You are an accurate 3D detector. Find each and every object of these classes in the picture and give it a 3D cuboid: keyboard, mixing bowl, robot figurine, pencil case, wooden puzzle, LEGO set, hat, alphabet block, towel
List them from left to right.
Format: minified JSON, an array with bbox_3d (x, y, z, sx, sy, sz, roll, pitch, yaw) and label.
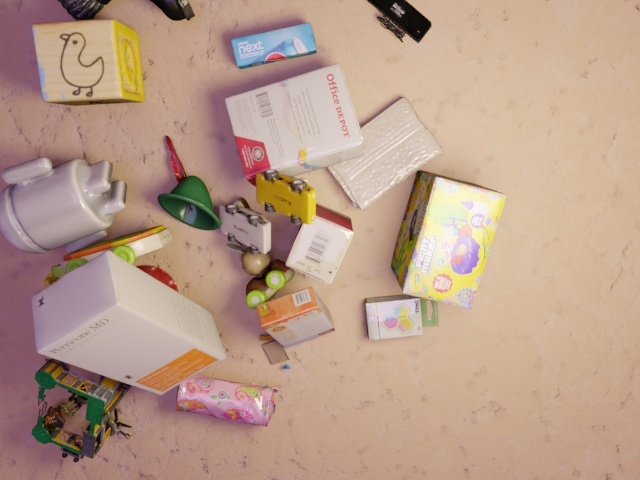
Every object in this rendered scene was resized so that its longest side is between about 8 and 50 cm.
[{"bbox_3d":[-0.692,-0.087,1.528,0.354,0.199,0.299,-20,129,4],"label":"robot figurine"},{"bbox_3d":[-0.664,0.442,1.652,0.255,0.192,0.331,13,117,7],"label":"LEGO set"},{"bbox_3d":[-0.576,-0.442,1.464,0.197,0.193,0.192,-4,102,1],"label":"alphabet block"},{"bbox_3d":[-0.497,0.166,1.625,0.182,0.098,0.181,0,100,0],"label":"mixing bowl"},{"bbox_3d":[-0.331,-0.155,1.574,0.173,0.208,0.183,2,61,35],"label":"hat"},{"bbox_3d":[-0.269,0.454,1.669,0.285,0.124,0.124,11,101,-2],"label":"pencil case"},{"bbox_3d":[-0.128,0.322,1.681,0.079,0.014,0.116,-13,104,28],"label":"wooden puzzle"},{"bbox_3d":[0.165,-0.226,1.551,0.282,0.049,0.187,-35,87,6],"label":"towel"},{"bbox_3d":[0.191,-0.587,1.514,0.192,0.038,0.100,38,76,-5],"label":"keyboard"}]

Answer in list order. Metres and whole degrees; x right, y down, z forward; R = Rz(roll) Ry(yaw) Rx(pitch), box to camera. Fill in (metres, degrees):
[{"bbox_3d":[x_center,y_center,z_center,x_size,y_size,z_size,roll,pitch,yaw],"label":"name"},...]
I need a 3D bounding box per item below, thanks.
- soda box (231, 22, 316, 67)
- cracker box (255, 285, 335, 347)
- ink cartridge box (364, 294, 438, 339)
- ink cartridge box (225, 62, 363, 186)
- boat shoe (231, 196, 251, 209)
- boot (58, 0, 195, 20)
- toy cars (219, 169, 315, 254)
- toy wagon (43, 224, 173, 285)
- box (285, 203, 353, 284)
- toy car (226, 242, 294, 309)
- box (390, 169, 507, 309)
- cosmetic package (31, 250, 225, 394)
[{"bbox_3d":[-0.119,-0.504,1.509,0.210,0.067,0.071,-11,100,3],"label":"soda box"},{"bbox_3d":[-0.061,0.211,1.566,0.156,0.232,0.067,-20,63,4],"label":"cracker box"},{"bbox_3d":[0.233,0.212,1.641,0.210,0.062,0.108,-6,100,1],"label":"ink cartridge box"},{"bbox_3d":[-0.063,-0.289,1.491,0.307,0.131,0.225,-15,81,3],"label":"ink cartridge box"},{"bbox_3d":[-0.203,-0.052,1.608,0.045,0.050,0.135,-23,98,18],"label":"boat shoe"},{"bbox_3d":[-0.507,-0.625,1.456,0.260,0.131,0.348,-41,87,1],"label":"boot"},{"bbox_3d":[-0.124,-0.074,1.460,0.394,0.087,0.176,-31,84,49],"label":"toy cars"},{"bbox_3d":[-0.565,0.040,1.515,0.345,0.267,0.068,-15,98,4],"label":"toy wagon"},{"bbox_3d":[0.000,0.000,1.518,0.127,0.232,0.148,23,100,-3],"label":"box"},{"bbox_3d":[-0.182,0.075,1.583,0.188,0.155,0.149,45,98,3],"label":"toy car"},{"bbox_3d":[0.312,-0.015,1.488,0.177,0.279,0.289,14,101,-2],"label":"box"},{"bbox_3d":[-0.462,0.226,1.463,0.230,0.453,0.161,-31,56,8],"label":"cosmetic package"}]
